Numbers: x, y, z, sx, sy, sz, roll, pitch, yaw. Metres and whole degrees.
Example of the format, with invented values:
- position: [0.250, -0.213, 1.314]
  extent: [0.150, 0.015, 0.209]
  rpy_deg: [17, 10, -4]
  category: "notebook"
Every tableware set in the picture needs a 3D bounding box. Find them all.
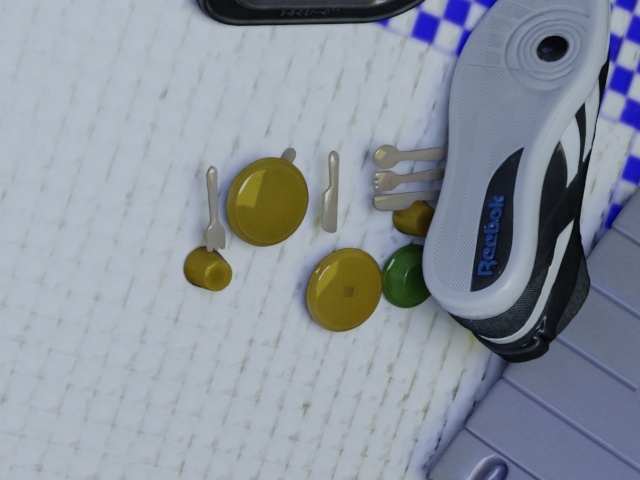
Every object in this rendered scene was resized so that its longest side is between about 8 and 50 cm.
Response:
- position: [0.000, 0.000, 0.862]
  extent: [0.154, 0.024, 0.104]
  rpy_deg: [-8, 107, -28]
  category: "tableware set"

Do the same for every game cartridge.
- position: [0.267, 0.144, 0.876]
  extent: [0.230, 0.355, 0.068]
  rpy_deg: [-50, 157, -13]
  category: "game cartridge"

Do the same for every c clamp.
- position: [0.020, -0.149, 0.792]
  extent: [0.160, 0.137, 0.022]
  rpy_deg: [-8, 68, -22]
  category: "c clamp"

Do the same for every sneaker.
- position: [0.119, -0.037, 0.896]
  extent: [0.121, 0.079, 0.217]
  rpy_deg: [50, 55, -55]
  category: "sneaker"
